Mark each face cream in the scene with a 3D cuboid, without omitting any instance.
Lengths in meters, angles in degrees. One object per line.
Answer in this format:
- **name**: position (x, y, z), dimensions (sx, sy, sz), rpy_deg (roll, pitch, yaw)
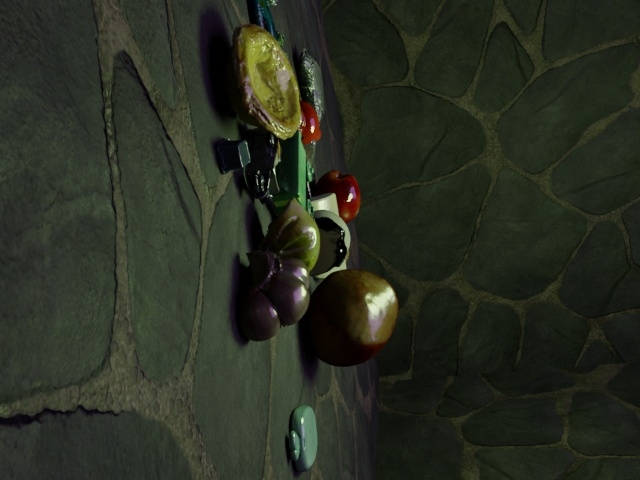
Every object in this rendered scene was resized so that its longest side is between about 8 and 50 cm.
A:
- **face cream**: position (0.018, -0.004, 2.261), dimensions (0.174, 0.081, 0.348), rpy_deg (-21, 109, -40)

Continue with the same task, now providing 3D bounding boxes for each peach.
- **peach**: position (0.066, -0.183, 2.463), dimensions (0.243, 0.200, 0.243), rpy_deg (178, -90, -65)

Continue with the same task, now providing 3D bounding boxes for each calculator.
- **calculator**: position (-0.048, 0.596, 1.712), dimensions (0.295, 0.042, 0.184), rpy_deg (36, 47, -78)

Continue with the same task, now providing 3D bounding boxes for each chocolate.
- **chocolate**: position (-0.059, -0.344, 2.183), dimensions (0.254, 0.080, 0.156), rpy_deg (-79, 160, -60)

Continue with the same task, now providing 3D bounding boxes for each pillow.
- **pillow**: position (-0.039, -0.666, 2.482), dimensions (0.161, 0.093, 0.335), rpy_deg (-69, 152, -58)

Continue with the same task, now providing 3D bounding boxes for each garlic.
- **garlic**: position (-0.104, 0.141, 1.378), dimensions (0.191, 0.160, 0.214), rpy_deg (64, 18, -49)

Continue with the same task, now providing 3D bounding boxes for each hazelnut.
- **hazelnut**: position (0.107, 0.274, 2.032), dimensions (0.366, 0.366, 0.365), rpy_deg (-7, 90, -80)

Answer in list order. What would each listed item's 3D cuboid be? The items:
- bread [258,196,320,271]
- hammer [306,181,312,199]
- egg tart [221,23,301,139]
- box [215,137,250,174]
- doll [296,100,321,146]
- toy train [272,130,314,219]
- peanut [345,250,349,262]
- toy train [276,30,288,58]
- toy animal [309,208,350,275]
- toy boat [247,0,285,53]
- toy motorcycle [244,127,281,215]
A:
- **bread**: position (-0.080, 0.018, 1.552), dimensions (0.158, 0.156, 0.260), rpy_deg (-74, 160, -66)
- **hammer**: position (-0.035, -0.130, 2.334), dimensions (0.103, 0.029, 0.246), rpy_deg (-25, 106, -79)
- **egg tart**: position (-0.160, -0.395, 1.445), dimensions (0.315, 0.120, 0.315), rpy_deg (41, 41, -50)
- **box**: position (-0.204, -0.203, 1.340), dimensions (0.099, 0.054, 0.074), rpy_deg (-68, 148, -69)
- **doll**: position (-0.070, -0.419, 2.014), dimensions (0.161, 0.130, 0.290), rpy_deg (68, 15, 4)
- **toy train**: position (-0.094, -0.189, 1.771), dimensions (0.202, 0.120, 0.300), rpy_deg (66, 20, -54)
- **peanut**: position (0.068, 0.034, 2.561), dimensions (0.197, 0.110, 0.233), rpy_deg (-45, 127, -71)
- **toy train**: position (-0.150, -0.674, 1.998), dimensions (0.081, 0.050, 0.122), rpy_deg (-71, 154, -53)
- **toy animal**: position (-0.007, 0.006, 1.934), dimensions (0.267, 0.213, 0.212), rpy_deg (-57, 140, -79)
- **toy boat**: position (-0.160, -0.646, 1.804), dimensions (0.134, 0.092, 0.298), rpy_deg (-66, 148, -77)
- **toy motorcycle**: position (-0.153, -0.200, 1.536), dimensions (0.157, 0.091, 0.263), rpy_deg (75, 13, -55)
